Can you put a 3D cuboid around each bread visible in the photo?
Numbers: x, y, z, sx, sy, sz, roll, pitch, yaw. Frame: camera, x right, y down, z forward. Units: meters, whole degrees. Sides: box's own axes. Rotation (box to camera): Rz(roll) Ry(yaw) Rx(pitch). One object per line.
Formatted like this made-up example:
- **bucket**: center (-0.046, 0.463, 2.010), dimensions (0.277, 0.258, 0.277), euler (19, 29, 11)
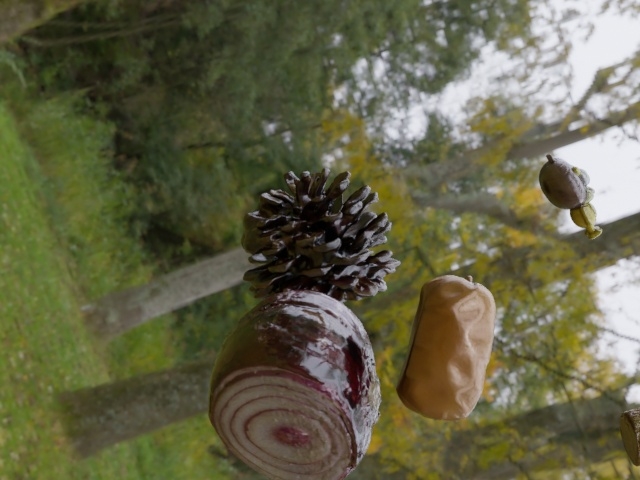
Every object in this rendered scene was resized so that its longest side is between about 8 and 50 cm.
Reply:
- **bread**: center (0.468, 0.281, 1.390), dimensions (0.085, 0.053, 0.085), euler (170, -90, -89)

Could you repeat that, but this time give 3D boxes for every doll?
- **doll**: center (0.519, -0.097, 1.997), dimensions (0.188, 0.096, 0.145), euler (48, 17, -28)

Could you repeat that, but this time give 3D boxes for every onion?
- **onion**: center (-0.037, 0.234, 1.635), dimensions (0.260, 0.282, 0.336), euler (-73, 152, -50)

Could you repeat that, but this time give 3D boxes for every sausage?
- **sausage**: center (0.204, 0.170, 1.560), dimensions (0.120, 0.136, 0.241), euler (92, 10, -79)

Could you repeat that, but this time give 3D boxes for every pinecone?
- **pinecone**: center (0.000, 0.000, 2.365), dimensions (0.398, 0.398, 0.397), euler (161, -90, -83)
